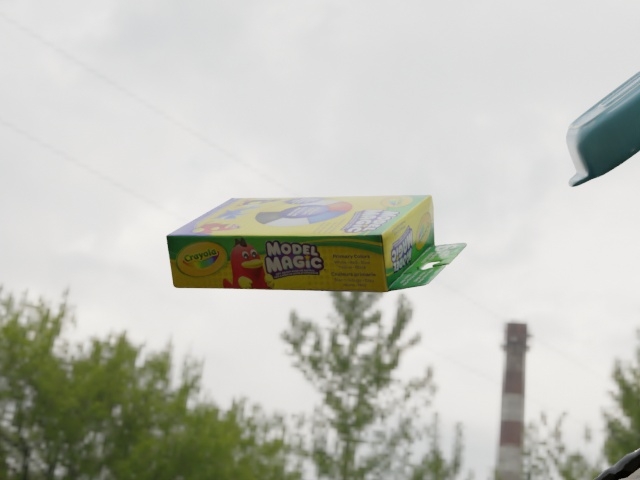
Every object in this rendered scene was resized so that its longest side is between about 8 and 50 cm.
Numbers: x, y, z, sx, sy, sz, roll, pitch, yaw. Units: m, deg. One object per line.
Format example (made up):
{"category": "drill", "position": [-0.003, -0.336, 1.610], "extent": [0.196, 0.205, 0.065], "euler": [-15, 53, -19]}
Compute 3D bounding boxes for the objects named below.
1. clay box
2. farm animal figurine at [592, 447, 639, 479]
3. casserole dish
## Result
{"category": "clay box", "position": [0.000, 0.000, 1.004], "extent": [0.222, 0.053, 0.127], "euler": [-1, 16, 23]}
{"category": "farm animal figurine", "position": [0.194, 0.152, 0.419], "extent": [0.327, 0.330, 0.172], "euler": [31, -74, -31]}
{"category": "casserole dish", "position": [0.239, -0.106, 0.826], "extent": [0.188, 0.037, 0.114], "euler": [-38, 2, 5]}
